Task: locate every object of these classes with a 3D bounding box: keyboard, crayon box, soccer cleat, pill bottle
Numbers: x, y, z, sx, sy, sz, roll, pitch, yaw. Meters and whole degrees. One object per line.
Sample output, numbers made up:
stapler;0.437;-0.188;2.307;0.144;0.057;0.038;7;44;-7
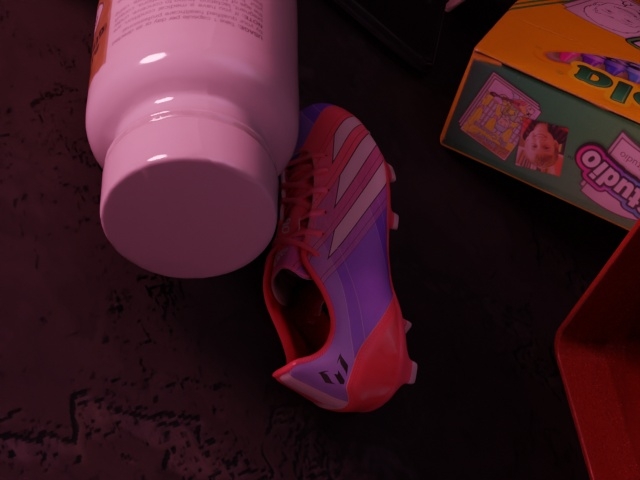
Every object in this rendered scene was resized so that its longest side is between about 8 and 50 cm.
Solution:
keyboard;-0.008;-0.292;1.353;0.317;0.033;0.201;39;41;-22
crayon box;0.324;-0.104;1.380;0.363;0.106;0.313;25;30;10
soccer cleat;0.000;0.000;1.036;0.095;0.083;0.248;18;48;-35
pill bottle;-0.079;-0.093;0.975;0.131;0.131;0.229;31;38;-30

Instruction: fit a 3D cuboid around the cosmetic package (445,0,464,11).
cosmetic package;0.196;-0.346;1.545;0.113;0.160;0.309;52;33;-2

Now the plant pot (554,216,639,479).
plant pot;0.353;0.111;1.121;0.236;0.267;0.267;4;52;-19
